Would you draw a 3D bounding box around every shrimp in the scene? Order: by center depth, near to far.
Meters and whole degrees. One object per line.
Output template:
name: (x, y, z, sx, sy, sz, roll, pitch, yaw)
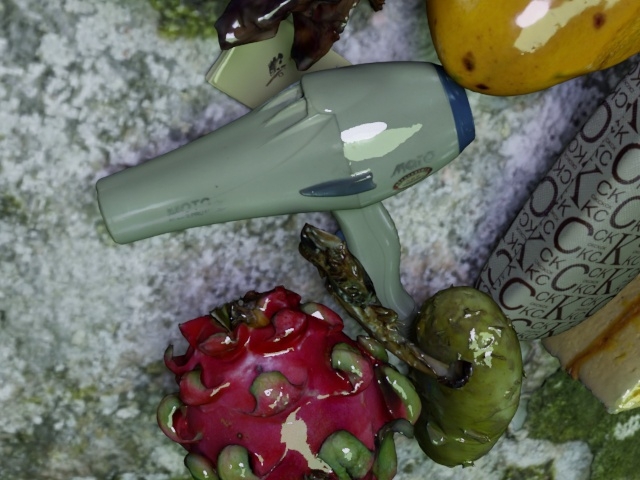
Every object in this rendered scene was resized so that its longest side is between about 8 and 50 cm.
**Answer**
shrimp: (0.056, 0.061, 0.833, 0.035, 0.148, 0.195, -46, 142, -8)

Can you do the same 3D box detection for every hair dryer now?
hair dryer: (-0.034, -0.014, 0.879, 0.295, 0.119, 0.298, -1, 131, -10)

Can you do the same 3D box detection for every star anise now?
star anise: (0.030, -0.232, 0.740, 0.272, 0.102, 0.272, -42, 148, -35)

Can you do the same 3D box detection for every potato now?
potato: (0.126, 0.132, 0.965, 0.090, 0.117, 0.226, -21, 141, -20)

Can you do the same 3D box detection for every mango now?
mango: (0.191, -0.219, 0.809, 0.290, 0.191, 0.160, -39, 157, -18)

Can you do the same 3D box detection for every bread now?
bread: (0.349, 0.031, 0.992, 0.263, 0.168, 0.163, -15, 115, -12)

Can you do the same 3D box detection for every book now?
book: (-0.029, -0.136, 0.871, 0.111, 0.014, 0.077, 30, 100, -29)

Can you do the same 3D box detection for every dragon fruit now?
dragon fruit: (-0.026, 0.147, 0.906, 0.218, 0.273, 0.198, -14, 75, 0)

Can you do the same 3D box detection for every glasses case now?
glasses case: (0.260, -0.038, 0.922, 0.137, 0.085, 0.355, 3, 135, -33)
